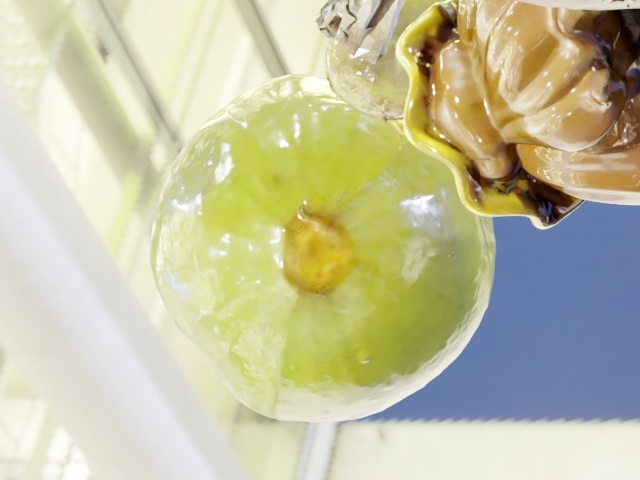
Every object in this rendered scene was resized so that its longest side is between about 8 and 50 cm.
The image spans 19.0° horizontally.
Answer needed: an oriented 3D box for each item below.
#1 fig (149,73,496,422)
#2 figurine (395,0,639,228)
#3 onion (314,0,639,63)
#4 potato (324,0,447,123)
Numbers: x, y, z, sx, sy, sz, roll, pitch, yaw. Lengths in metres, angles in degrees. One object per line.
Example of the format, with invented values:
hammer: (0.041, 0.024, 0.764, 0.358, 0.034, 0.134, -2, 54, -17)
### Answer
fig: (0.003, 0.011, 1.743, 0.343, 0.343, 0.343, -12, -133, 13)
figurine: (0.138, -0.098, 0.774, 0.189, 0.263, 0.142, -13, -105, -34)
onion: (0.037, -0.090, 0.409, 0.150, 0.140, 0.150, 9, -133, -10)
potato: (0.071, -0.125, 1.283, 0.138, 0.070, 0.091, -3, -98, -2)
